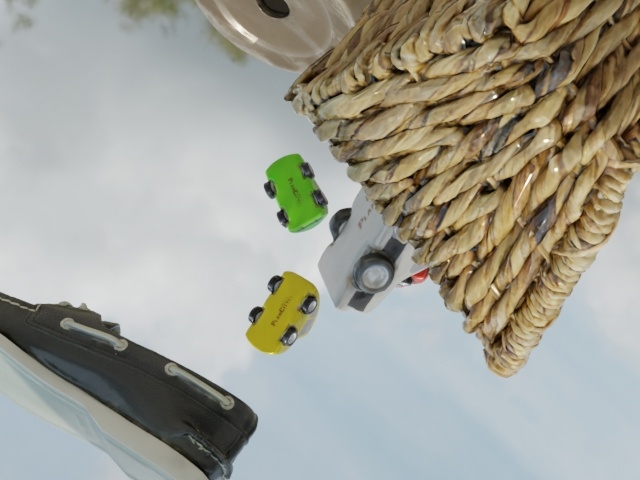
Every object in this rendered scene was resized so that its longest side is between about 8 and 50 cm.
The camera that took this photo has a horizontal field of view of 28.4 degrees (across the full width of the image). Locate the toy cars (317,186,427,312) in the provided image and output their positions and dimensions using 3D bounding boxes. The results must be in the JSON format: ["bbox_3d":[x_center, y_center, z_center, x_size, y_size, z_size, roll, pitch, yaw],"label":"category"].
[{"bbox_3d":[0.101,-0.118,1.116,0.087,0.393,0.176,21,162,-24],"label":"toy cars"}]

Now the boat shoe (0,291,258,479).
[{"bbox_3d":[-0.188,0.105,1.018,0.303,0.114,0.091,31,-117,16],"label":"boat shoe"}]

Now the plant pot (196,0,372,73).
[{"bbox_3d":[0.011,-0.333,1.303,0.323,0.323,0.280,32,-116,-6],"label":"plant pot"}]

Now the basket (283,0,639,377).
[{"bbox_3d":[0.173,-0.104,0.720,0.223,0.213,0.299,52,-128,-17],"label":"basket"}]

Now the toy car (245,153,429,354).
[{"bbox_3d":[0.000,0.000,1.470,0.053,0.239,0.225,43,-158,-61],"label":"toy car"}]
